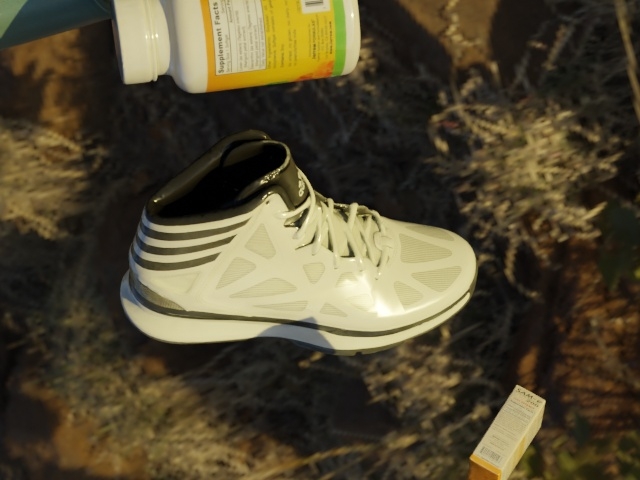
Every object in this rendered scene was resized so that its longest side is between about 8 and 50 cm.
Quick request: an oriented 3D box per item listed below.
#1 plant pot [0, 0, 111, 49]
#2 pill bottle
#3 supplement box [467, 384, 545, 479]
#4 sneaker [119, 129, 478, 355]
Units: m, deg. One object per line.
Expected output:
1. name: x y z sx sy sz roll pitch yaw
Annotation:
1. plant pot: -0.411 -0.356 1.627 0.334 0.341 0.341 -9 99 13
2. pill bottle: -0.092 -0.228 1.474 0.136 0.245 0.136 172 90 -80
3. supplement box: 0.189 0.205 1.434 0.036 0.098 0.062 28 152 20
4. sneaker: 0.000 0.001 1.647 0.257 0.447 0.169 108 153 -51
